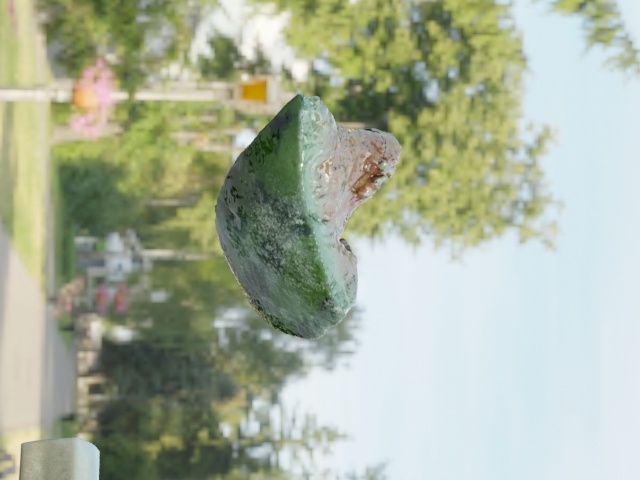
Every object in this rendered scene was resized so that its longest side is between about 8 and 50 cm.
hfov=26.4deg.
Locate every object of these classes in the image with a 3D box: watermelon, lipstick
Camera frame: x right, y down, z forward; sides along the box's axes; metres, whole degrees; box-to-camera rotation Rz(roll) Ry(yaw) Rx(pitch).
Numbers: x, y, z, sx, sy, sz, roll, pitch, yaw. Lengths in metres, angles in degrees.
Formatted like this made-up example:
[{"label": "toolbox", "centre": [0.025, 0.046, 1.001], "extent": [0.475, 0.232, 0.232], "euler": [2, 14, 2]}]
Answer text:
[{"label": "watermelon", "centre": [-0.011, 0.003, 0.693], "extent": [0.155, 0.080, 0.101], "euler": [-31, -108, 47]}, {"label": "lipstick", "centre": [-0.230, 0.301, 1.176], "extent": [0.077, 0.079, 0.253], "euler": [60, 24, -66]}]
